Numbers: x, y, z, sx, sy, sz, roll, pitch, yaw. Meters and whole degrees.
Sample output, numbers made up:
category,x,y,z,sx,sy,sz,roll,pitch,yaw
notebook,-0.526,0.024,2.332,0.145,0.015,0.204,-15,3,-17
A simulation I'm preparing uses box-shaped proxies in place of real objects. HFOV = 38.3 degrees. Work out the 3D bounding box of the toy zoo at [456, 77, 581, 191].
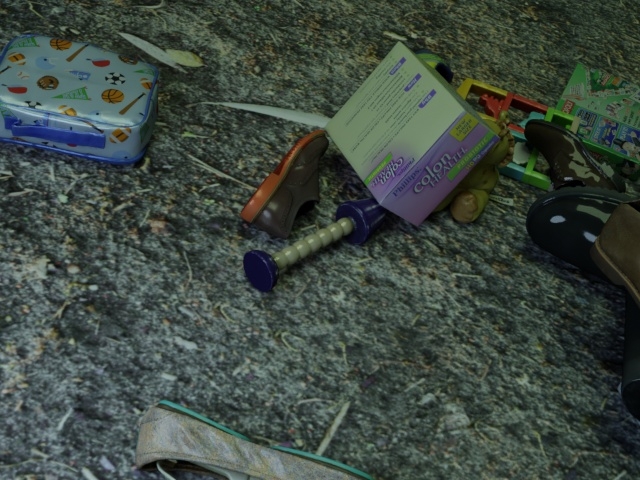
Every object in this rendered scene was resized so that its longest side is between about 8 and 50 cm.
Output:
category,x,y,z,sx,sy,sz,roll,pitch,yaw
toy zoo,0.358,-0.223,1.854,0.293,0.030,0.192,22,58,9

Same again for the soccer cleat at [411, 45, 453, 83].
category,x,y,z,sx,sy,sz,roll,pitch,yaw
soccer cleat,0.179,-0.313,1.897,0.121,0.093,0.289,36,46,13

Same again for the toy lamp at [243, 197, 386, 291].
category,x,y,z,sx,sy,sz,roll,pitch,yaw
toy lamp,0.000,0.000,1.516,0.274,0.080,0.080,-29,56,-34

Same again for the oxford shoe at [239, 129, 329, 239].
category,x,y,z,sx,sy,sz,roll,pitch,yaw
oxford shoe,-0.040,-0.097,1.615,0.098,0.097,0.271,38,48,-3

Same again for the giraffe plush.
category,x,y,z,sx,sy,sz,roll,pitch,yaw
giraffe plush,0.278,-0.148,1.681,0.210,0.171,0.181,3,42,-12

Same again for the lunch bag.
category,x,y,z,sx,sy,sz,roll,pitch,yaw
lunch bag,-0.445,-0.246,1.638,0.303,0.115,0.243,10,44,-6

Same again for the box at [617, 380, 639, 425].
category,x,y,z,sx,sy,sz,roll,pitch,yaw
box,0.572,0.263,1.410,0.186,0.038,0.145,-2,43,-19

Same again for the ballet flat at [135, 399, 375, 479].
category,x,y,z,sx,sy,sz,roll,pitch,yaw
ballet flat,-0.088,0.302,1.157,0.315,0.108,0.106,17,61,11

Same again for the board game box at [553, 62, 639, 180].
category,x,y,z,sx,sy,sz,roll,pitch,yaw
board game box,0.617,-0.265,1.997,0.213,0.046,0.317,24,43,12

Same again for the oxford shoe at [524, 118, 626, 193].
category,x,y,z,sx,sy,sz,roll,pitch,yaw
oxford shoe,0.463,-0.145,1.750,0.096,0.083,0.227,-38,67,-17

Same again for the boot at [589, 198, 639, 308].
category,x,y,z,sx,sy,sz,roll,pitch,yaw
boot,0.516,0.059,1.316,0.112,0.115,0.305,-13,46,-31

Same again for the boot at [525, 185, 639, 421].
category,x,y,z,sx,sy,sz,roll,pitch,yaw
boot,0.493,0.111,1.454,0.366,0.146,0.445,14,40,8

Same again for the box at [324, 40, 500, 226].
category,x,y,z,sx,sy,sz,roll,pitch,yaw
box,0.156,-0.190,1.633,0.117,0.213,0.243,27,22,-42
